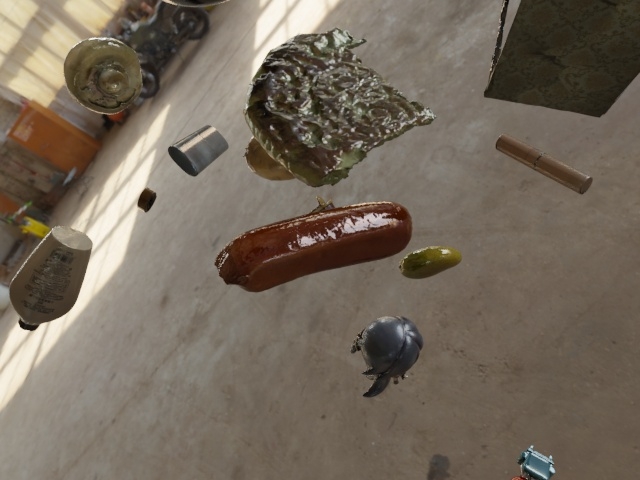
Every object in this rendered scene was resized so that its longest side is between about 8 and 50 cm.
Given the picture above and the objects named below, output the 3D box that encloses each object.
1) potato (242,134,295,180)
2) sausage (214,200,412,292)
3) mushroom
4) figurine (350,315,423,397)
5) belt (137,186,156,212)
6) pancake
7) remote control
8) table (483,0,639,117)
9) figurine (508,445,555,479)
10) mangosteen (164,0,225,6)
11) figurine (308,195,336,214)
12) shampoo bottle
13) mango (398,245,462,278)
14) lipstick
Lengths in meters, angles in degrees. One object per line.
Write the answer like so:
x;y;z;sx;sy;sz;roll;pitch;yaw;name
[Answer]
-0.073;-0.234;1.261;0.235;0.128;0.161;-33;68;4;potato
0.000;0.000;0.709;0.089;0.300;0.083;59;150;33;sausage
-0.427;-0.324;0.999;0.154;0.154;0.122;-51;53;6;mushroom
0.186;0.318;1.408;0.175;0.197;0.265;-113;33;-41;figurine
-0.524;-0.124;1.513;0.083;0.036;0.059;-56;4;45;belt
0.006;-0.263;0.933;0.305;0.066;0.426;-19;52;-14;pancake
-0.364;-0.283;1.539;0.044;0.107;0.377;-34;16;15;remote control
0.426;-0.417;0.799;0.223;0.335;0.272;12;75;8;table
0.394;0.467;0.961;0.068;0.075;0.140;30;54;22;figurine
-0.267;-0.699;0.995;0.383;0.435;0.381;0;57;0;mangosteen
0.034;-0.067;1.466;0.098;0.154;0.082;-32;3;35;figurine
-0.555;0.089;1.028;0.256;0.127;0.078;-53;32;20;shampoo bottle
0.335;0.062;1.550;0.191;0.122;0.085;-23;56;18;mango
0.204;-0.072;0.463;0.019;0.019;0.094;-52;51;6;lipstick
